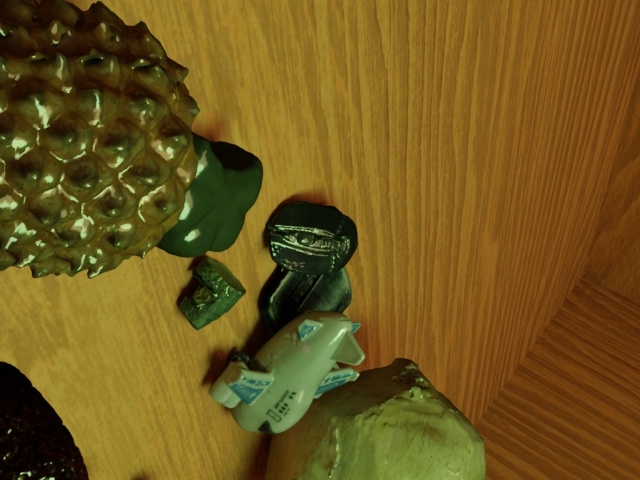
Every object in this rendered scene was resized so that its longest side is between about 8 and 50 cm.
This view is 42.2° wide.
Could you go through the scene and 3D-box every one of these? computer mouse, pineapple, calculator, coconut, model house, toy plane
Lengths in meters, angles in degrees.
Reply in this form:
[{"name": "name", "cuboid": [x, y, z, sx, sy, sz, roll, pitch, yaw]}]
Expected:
[{"name": "computer mouse", "cuboid": [0.000, 0.000, 1.219, 0.192, 0.062, 0.105, 9, 96, -51]}, {"name": "pineapple", "cuboid": [-0.263, -0.096, 0.560, 0.357, 0.223, 0.223, 16, 102, -52]}, {"name": "calculator", "cuboid": [-0.020, 0.092, 1.340, 0.177, 0.040, 0.268, -56, 149, -15]}, {"name": "coconut", "cuboid": [0.105, 0.391, 1.474, 0.404, 0.405, 0.404, -42, 148, -34]}, {"name": "model house", "cuboid": [-0.148, 0.073, 1.076, 0.083, 0.066, 0.079, -44, 165, 4]}, {"name": "toy plane", "cuboid": [-0.043, 0.202, 1.258, 0.267, 0.122, 0.267, -21, 149, -14]}]

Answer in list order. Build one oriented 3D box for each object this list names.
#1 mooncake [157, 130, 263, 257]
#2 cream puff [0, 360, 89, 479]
[{"name": "mooncake", "cuboid": [-0.137, -0.064, 0.903, 0.175, 0.104, 0.168, -34, 138, -48]}, {"name": "cream puff", "cuboid": [-0.314, 0.214, 0.708, 0.165, 0.239, 0.239, -32, 142, -48]}]
